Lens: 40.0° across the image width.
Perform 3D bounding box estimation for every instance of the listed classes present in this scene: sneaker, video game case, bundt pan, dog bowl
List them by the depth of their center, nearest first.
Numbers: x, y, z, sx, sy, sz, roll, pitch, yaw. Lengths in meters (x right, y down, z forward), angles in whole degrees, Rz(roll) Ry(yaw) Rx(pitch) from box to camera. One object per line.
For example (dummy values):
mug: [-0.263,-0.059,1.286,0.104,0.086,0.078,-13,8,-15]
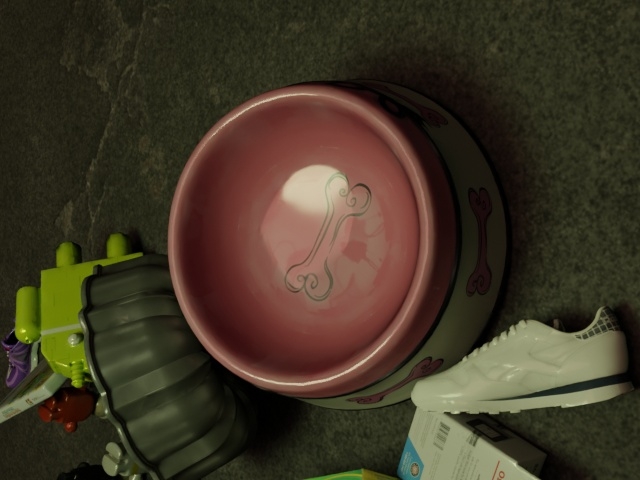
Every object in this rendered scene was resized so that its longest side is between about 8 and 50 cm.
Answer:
sneaker: [0.206,0.134,0.932,0.235,0.090,0.094,-13,82,23]
dog bowl: [0.000,0.000,1.021,0.408,0.150,0.407,-2,85,28]
bundt pan: [-0.182,0.162,1.183,0.124,0.331,0.330,-23,73,7]
video game case: [-0.431,0.203,1.470,0.206,0.227,0.026,-29,106,41]
sneaker: [-0.590,0.213,1.708,0.068,0.071,0.169,34,114,38]

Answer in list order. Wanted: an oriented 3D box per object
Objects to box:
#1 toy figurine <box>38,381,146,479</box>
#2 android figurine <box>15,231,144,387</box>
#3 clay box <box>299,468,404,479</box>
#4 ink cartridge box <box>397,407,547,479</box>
toy figurine: [-0.332,0.304,1.424,0.210,0.148,0.213,-35,65,32]
android figurine: [-0.351,0.108,1.378,0.056,0.248,0.272,86,173,-51]
clay box: [0.037,0.324,1.076,0.222,0.127,0.053,-24,52,40]
ink cartridge box: [0.179,0.261,0.983,0.180,0.060,0.104,30,110,42]
